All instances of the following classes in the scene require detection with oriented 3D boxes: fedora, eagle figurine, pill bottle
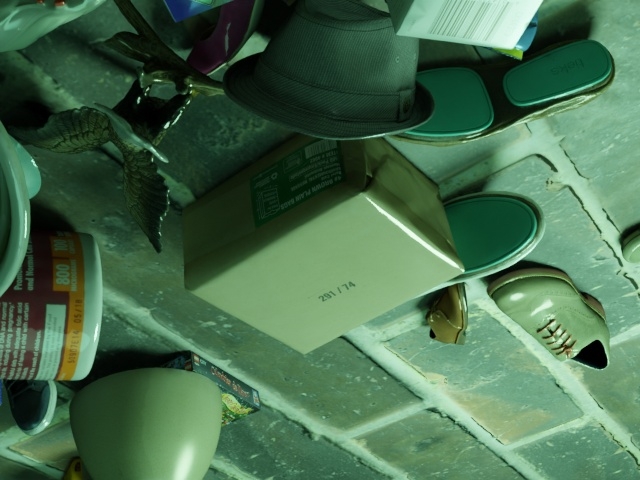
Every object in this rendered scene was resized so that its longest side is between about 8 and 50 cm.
[{"bbox_3d":[0.025,-0.223,1.293,0.275,0.244,0.124,-17,129,-48],"label":"fedora"},{"bbox_3d":[-0.243,-0.125,1.353,0.225,0.226,0.298,5,140,-44],"label":"eagle figurine"},{"bbox_3d":[-0.525,0.086,1.544,0.392,0.224,0.224,4,142,-22],"label":"pill bottle"}]

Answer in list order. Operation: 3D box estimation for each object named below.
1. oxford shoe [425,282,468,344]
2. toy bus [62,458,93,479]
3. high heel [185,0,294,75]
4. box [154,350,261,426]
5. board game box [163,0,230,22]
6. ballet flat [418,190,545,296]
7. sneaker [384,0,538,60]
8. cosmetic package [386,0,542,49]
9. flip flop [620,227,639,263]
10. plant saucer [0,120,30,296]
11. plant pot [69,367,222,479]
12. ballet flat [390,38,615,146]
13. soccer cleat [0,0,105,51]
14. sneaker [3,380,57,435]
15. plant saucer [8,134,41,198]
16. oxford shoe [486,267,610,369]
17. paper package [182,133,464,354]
[{"bbox_3d":[0.231,0.131,1.977,0.076,0.076,0.212,0,144,1],"label":"oxford shoe"},{"bbox_3d":[-0.490,0.554,2.319,0.130,0.108,0.332,7,142,-23],"label":"toy bus"},{"bbox_3d":[-0.117,-0.289,1.291,0.117,0.082,0.244,42,137,-17],"label":"high heel"},{"bbox_3d":[-0.244,0.300,2.089,0.159,0.044,0.233,-25,143,19],"label":"box"},{"bbox_3d":[-0.119,-0.392,1.093,0.213,0.046,0.317,-20,133,9],"label":"board game box"},{"bbox_3d":[0.192,0.025,1.786,0.400,0.139,0.139,-25,144,24],"label":"ballet flat"},{"bbox_3d":[0.181,-0.297,1.373,0.209,0.069,0.082,15,105,-21],"label":"sneaker"},{"bbox_3d":[0.158,-0.333,1.194,0.151,0.183,0.151,2,144,-21],"label":"cosmetic package"},{"bbox_3d":[0.664,-0.014,1.892,0.277,0.080,0.112,-24,144,17],"label":"flip flop"},{"bbox_3d":[-0.518,-0.089,1.315,0.400,0.100,0.400,8,120,14],"label":"plant saucer"},{"bbox_3d":[-0.313,0.384,1.981,0.284,0.191,0.284,-7,145,-5],"label":"plant pot"},{"bbox_3d":[0.237,-0.193,1.506,0.342,0.116,0.124,-17,165,0],"label":"ballet flat"},{"bbox_3d":[-0.329,-0.266,1.253,0.196,0.068,0.076,-17,160,8],"label":"soccer cleat"},{"bbox_3d":[-0.500,0.191,1.703,0.086,0.226,0.163,-33,138,11],"label":"sneaker"},{"bbox_3d":[-0.460,-0.096,1.401,0.195,0.037,0.195,12,147,8],"label":"plant saucer"},{"bbox_3d":[0.441,0.149,2.009,0.348,0.130,0.123,22,133,-39],"label":"oxford shoe"},{"bbox_3d":[0.000,0.000,1.634,0.325,0.168,0.309,-29,142,24],"label":"paper package"}]
